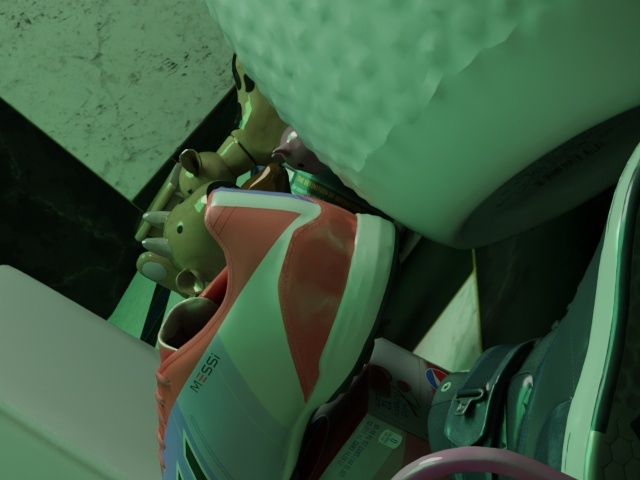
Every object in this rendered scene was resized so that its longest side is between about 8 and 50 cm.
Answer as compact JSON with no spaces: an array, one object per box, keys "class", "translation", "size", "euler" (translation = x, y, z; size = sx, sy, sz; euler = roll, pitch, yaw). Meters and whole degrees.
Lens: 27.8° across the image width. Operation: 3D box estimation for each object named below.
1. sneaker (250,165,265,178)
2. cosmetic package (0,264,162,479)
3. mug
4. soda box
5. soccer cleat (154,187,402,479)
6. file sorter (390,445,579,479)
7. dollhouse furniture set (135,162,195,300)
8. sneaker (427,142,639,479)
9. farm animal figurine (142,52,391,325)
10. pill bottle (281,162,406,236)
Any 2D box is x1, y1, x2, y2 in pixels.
[{"class":"sneaker","translation":[0.026,-0.093,1.283],"size":[0.127,0.182,0.315],"euler":[-75,-13,-49]},{"class":"cosmetic package","translation":[-0.279,0.279,1.110],"size":[0.393,0.327,0.329],"euler":[-61,-5,8]},{"class":"mug","translation":[0.109,-0.199,0.744],"size":[0.374,0.328,0.276],"euler":[-29,-15,5]},{"class":"soda box","translation":[0.003,0.194,0.862],"size":[0.263,0.083,0.092],"euler":[-57,13,28]},{"class":"soccer cleat","translation":[-0.057,0.098,0.798],"size":[0.108,0.116,0.318],"euler":[-81,14,-53]},{"class":"file sorter","translation":[0.052,0.233,0.346],"size":[0.202,0.182,0.290],"euler":[-55,15,34]},{"class":"dollhouse furniture set","translation":[-0.166,0.101,1.538],"size":[0.303,0.174,0.355],"euler":[-52,16,42]},{"class":"sneaker","translation":[0.132,0.041,0.643],"size":[0.226,0.086,0.163],"euler":[-68,16,-16]},{"class":"farm animal figurine","translation":[-0.049,0.003,0.999],"size":[0.330,0.172,0.326],"euler":[-93,9,-58]},{"class":"pill bottle","translation":[0.000,0.000,1.169],"size":[0.245,0.130,0.130],"euler":[-62,12,3]}]
